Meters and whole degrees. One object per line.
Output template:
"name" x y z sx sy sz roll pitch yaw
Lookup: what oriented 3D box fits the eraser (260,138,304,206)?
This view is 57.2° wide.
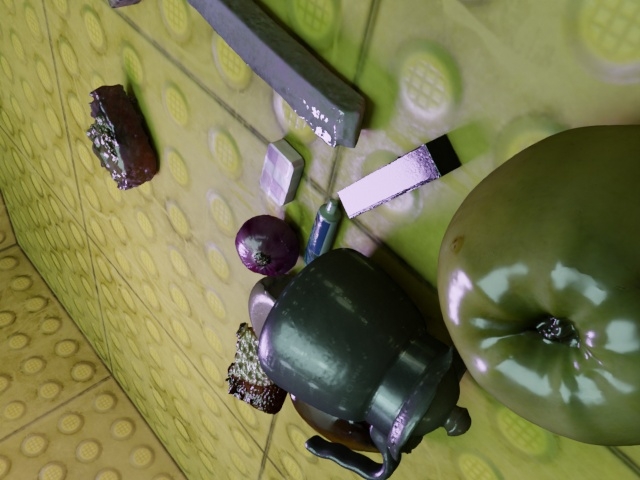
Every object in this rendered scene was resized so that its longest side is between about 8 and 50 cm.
"eraser" -0.063 -0.108 0.948 0.065 0.026 0.105 49 146 22

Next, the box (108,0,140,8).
"box" -0.333 -0.444 1.019 0.098 0.062 0.045 -8 107 56

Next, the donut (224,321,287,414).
"donut" -0.119 0.274 1.248 0.126 0.144 0.186 32 108 27

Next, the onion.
"onion" -0.092 0.007 1.022 0.104 0.115 0.115 -86 -11 -61

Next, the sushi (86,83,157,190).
"sushi" -0.437 -0.215 1.302 0.161 0.107 0.241 47 145 13

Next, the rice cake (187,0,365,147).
"rice cake" -0.066 -0.259 0.808 0.365 0.056 0.072 47 150 20

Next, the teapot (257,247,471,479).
"teapot" 0.061 0.200 0.807 0.285 0.305 0.223 33 -178 25

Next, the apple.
"apple" 0.232 0.031 0.478 0.262 0.262 0.262 33 138 35

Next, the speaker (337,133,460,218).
"speaker" 0.093 -0.078 0.750 0.191 0.040 0.046 -23 93 57

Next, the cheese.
"cheese" -0.058 0.157 1.089 0.175 0.091 0.202 34 140 34

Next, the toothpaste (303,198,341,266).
"toothpaste" 0.000 0.000 0.942 0.057 0.035 0.197 61 152 29

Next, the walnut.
"walnut" 0.046 0.276 0.995 0.245 0.137 0.137 22 133 27
